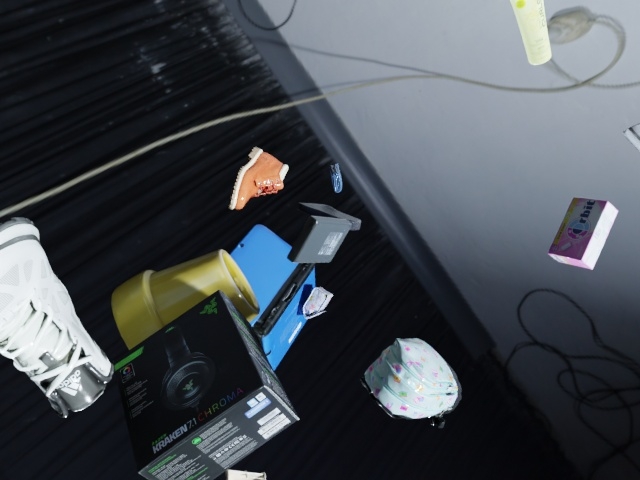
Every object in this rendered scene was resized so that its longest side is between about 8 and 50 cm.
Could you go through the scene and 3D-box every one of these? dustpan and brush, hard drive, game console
[{"bbox_3d":[0.826,-0.240,1.461,0.147,0.211,0.060,61,-178,27],"label":"dustpan and brush"},{"bbox_3d":[0.000,0.000,1.205,0.022,0.135,0.094,38,107,25],"label":"hard drive"},{"bbox_3d":[-0.146,0.147,1.621,0.174,0.293,0.250,15,131,20],"label":"game console"}]

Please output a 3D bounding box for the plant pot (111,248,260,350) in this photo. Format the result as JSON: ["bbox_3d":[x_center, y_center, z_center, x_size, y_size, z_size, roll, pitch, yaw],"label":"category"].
[{"bbox_3d":[-0.270,0.148,1.350,0.253,0.239,0.254,60,-179,-2],"label":"plant pot"}]

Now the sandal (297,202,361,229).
[{"bbox_3d":[0.011,-0.058,1.706,0.254,0.097,0.054,29,112,57],"label":"sandal"}]

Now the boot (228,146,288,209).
[{"bbox_3d":[-0.114,-0.106,1.179,0.085,0.157,0.059,27,140,-2],"label":"boot"}]

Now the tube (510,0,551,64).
[{"bbox_3d":[0.550,-0.572,1.650,0.062,0.070,0.240,16,149,41],"label":"tube"}]

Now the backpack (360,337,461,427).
[{"bbox_3d":[0.152,0.232,1.071,0.152,0.182,0.115,40,104,34],"label":"backpack"}]

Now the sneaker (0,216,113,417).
[{"bbox_3d":[-0.403,0.127,0.926,0.257,0.169,0.447,50,164,-1],"label":"sneaker"}]

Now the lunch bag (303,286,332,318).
[{"bbox_3d":[-0.010,0.166,1.639,0.053,0.071,0.083,34,93,11],"label":"lunch bag"}]

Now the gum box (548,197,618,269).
[{"bbox_3d":[0.712,-0.027,1.713,0.062,0.188,0.107,31,173,-34],"label":"gum box"}]

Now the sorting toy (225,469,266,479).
[{"bbox_3d":[-0.146,0.483,1.218,0.083,0.075,0.044,18,115,-25],"label":"sorting toy"}]

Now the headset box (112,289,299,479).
[{"bbox_3d":[-0.214,0.259,1.131,0.131,0.246,0.283,58,178,-41],"label":"headset box"}]

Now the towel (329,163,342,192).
[{"bbox_3d":[0.049,-0.191,1.940,0.029,0.119,0.067,-9,111,0],"label":"towel"}]
